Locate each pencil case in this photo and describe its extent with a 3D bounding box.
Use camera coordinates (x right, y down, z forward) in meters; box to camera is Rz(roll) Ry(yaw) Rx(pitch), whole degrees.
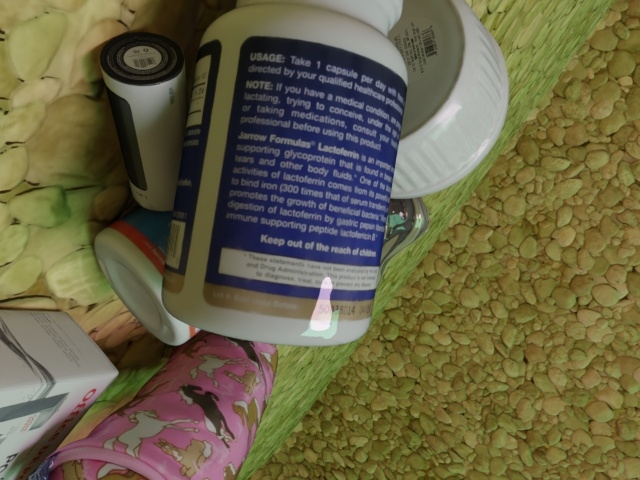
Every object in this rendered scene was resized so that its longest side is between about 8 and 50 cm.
[{"bbox_3d":[-0.157,0.209,0.593,0.386,0.167,0.160,-53,165,-78],"label":"pencil case"}]

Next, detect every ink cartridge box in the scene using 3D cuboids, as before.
[{"bbox_3d":[-0.284,0.135,0.384,0.159,0.092,0.218,-50,166,2],"label":"ink cartridge box"}]

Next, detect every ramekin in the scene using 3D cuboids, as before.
[{"bbox_3d":[0.070,-0.152,0.508,0.207,0.207,0.109,-53,154,10],"label":"ramekin"}]

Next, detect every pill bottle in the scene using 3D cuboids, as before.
[{"bbox_3d":[-0.020,-0.070,0.377,0.153,0.153,0.265,6,94,-71],"label":"pill bottle"},{"bbox_3d":[-0.091,-0.012,0.513,0.221,0.124,0.124,-40,161,-33],"label":"pill bottle"}]

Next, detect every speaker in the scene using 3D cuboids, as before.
[{"bbox_3d":[-0.124,-0.082,0.394,0.055,0.055,0.136,-41,162,-29],"label":"speaker"}]

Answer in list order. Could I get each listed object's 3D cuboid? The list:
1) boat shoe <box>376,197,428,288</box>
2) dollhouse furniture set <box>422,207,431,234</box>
[{"bbox_3d":[0.066,0.021,1.057,0.130,0.132,0.355,0,138,-36],"label":"boat shoe"},{"bbox_3d":[0.177,-0.028,1.229,0.161,0.101,0.182,-51,164,2],"label":"dollhouse furniture set"}]
